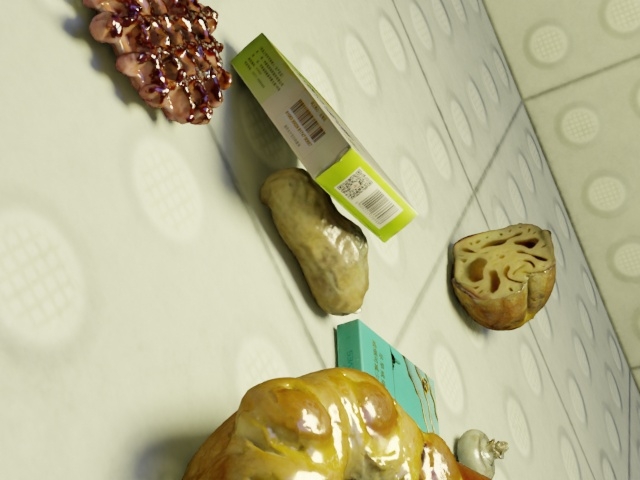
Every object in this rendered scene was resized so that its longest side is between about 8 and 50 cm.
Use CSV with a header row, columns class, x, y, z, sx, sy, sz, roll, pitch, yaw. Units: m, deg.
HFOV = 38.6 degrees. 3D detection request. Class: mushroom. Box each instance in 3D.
class,x,y,z,sx,sy,sz,roll,pitch,yaw
mushroom,0.258,0.336,1.435,0.085,0.079,0.085,50,31,-44

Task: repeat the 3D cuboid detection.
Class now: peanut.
class,x,y,z,sx,sy,sz,roll,pitch,yaw
peanut,0.000,0.000,1.148,0.214,0.099,0.099,55,28,-18

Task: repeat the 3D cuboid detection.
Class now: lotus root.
class,x,y,z,sx,sy,sz,roll,pitch,yaw
lotus root,0.349,0.093,1.701,0.199,0.188,0.180,-80,156,-51

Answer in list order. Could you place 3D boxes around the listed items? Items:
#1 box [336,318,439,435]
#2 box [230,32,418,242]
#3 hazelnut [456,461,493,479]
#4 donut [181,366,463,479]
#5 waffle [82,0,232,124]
class,x,y,z,sx,sy,sz,roll,pitch,yaw
box,0.095,0.224,1.225,0.229,0.041,0.162,41,38,-46
box,0.002,-0.130,1.148,0.175,0.062,0.260,39,14,-48
hazelnut,0.162,0.372,1.125,0.181,0.181,0.212,-34,106,-33
donut,0.017,0.265,0.838,0.317,0.150,0.299,42,29,-23
waffle,-0.177,-0.233,0.987,0.221,0.055,0.234,39,34,-47
